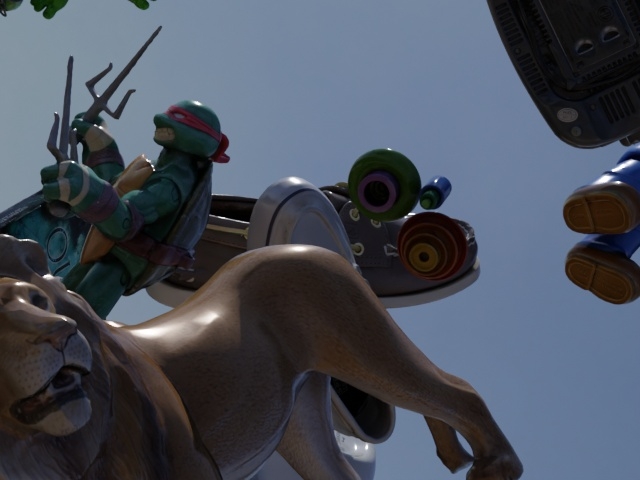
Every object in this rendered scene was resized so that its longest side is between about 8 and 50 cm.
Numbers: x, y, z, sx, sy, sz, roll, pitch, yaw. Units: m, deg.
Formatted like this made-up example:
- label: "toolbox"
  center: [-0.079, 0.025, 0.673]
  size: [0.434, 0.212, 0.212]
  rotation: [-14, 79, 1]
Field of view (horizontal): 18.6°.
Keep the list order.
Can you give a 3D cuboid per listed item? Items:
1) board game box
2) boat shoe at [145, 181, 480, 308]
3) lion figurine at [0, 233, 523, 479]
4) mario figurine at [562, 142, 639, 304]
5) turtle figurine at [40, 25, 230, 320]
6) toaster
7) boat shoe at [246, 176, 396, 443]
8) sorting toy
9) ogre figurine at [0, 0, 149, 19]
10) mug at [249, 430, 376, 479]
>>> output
- label: "board game box"
  center: [-0.251, 0.044, 1.806]
  size: [0.026, 0.126, 0.186]
  rotation: [15, -58, 31]
- label: "boat shoe"
  center: [0.000, 0.000, 1.805]
  size: [0.116, 0.324, 0.096]
  rotation: [-124, -144, -61]
- label: "lion figurine"
  center: [-0.056, 0.080, 0.990]
  size: [0.240, 0.142, 0.392]
  rotation: [62, 30, 3]
- label: "mario figurine"
  center: [0.374, -0.070, 1.988]
  size: [0.170, 0.320, 0.198]
  rotation: [40, -43, 4]
- label: "turtle figurine"
  center: [-0.127, -0.015, 1.171]
  size: [0.118, 0.234, 0.175]
  rotation: [28, 1, -2]
- label: "toaster"
  center: [0.200, -0.179, 1.537]
  size: [0.227, 0.129, 0.146]
  rotation: [63, 4, 0]
- label: "boat shoe"
  center: [0.010, 0.068, 1.702]
  size: [0.088, 0.096, 0.267]
  rotation: [28, -42, 45]
- label: "sorting toy"
  center: [0.058, -0.017, 1.299]
  size: [0.102, 0.061, 0.042]
  rotation: [47, 23, -1]
- label: "ogre figurine"
  center: [-0.225, -0.273, 1.873]
  size: [0.197, 0.096, 0.118]
  rotation: [4, -22, 5]
- label: "mug"
  center: [-0.125, 0.270, 1.793]
  size: [0.276, 0.328, 0.374]
  rotation: [43, 13, 4]
